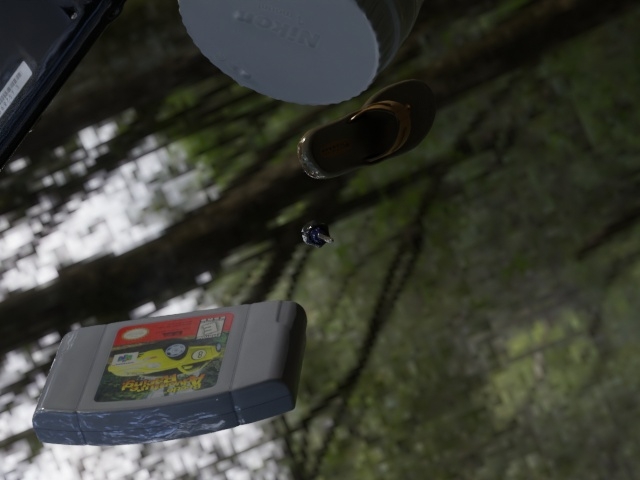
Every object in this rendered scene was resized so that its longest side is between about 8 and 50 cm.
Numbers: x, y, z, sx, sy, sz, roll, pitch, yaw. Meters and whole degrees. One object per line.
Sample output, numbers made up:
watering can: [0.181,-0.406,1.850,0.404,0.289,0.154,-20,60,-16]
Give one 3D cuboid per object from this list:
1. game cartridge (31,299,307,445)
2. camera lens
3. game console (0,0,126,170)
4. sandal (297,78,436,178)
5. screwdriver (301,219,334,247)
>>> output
game cartridge: [-0.166,0.150,2.074,0.196,0.294,0.060,-83,-18,-57]
camera lens: [0.008,-0.292,1.750,0.219,0.219,0.274,55,-135,-38]
game console: [-0.367,-0.237,1.853,0.060,0.386,0.342,-8,-124,-53]
sandal: [0.056,-0.115,1.930,0.180,0.049,0.072,-26,-90,-32]
screwdriver: [0.000,0.000,1.552,0.170,0.024,0.025,-120,48,-82]
